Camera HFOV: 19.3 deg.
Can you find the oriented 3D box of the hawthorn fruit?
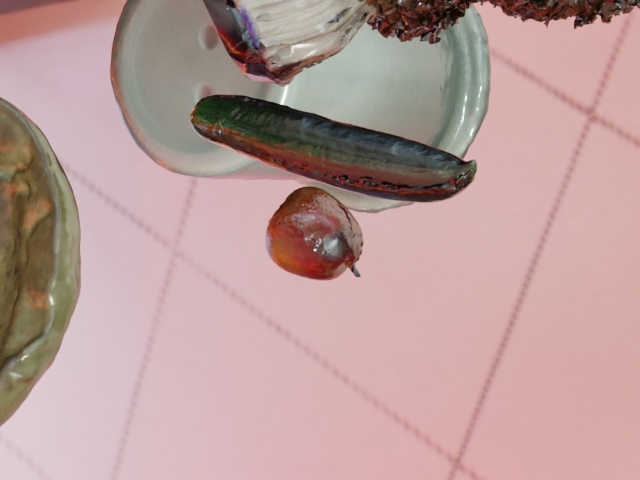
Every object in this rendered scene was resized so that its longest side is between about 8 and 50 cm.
[{"bbox_3d":[-0.005,-0.004,1.468,0.077,0.077,0.077,15,114,38],"label":"hawthorn fruit"}]

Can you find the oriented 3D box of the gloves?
[{"bbox_3d":[0.080,-0.187,1.061,0.210,0.312,0.135,-105,0,-60],"label":"gloves"}]

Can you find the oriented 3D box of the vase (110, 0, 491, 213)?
[{"bbox_3d":[-0.028,-0.136,1.560,0.245,0.291,0.245,2,95,32],"label":"vase"}]

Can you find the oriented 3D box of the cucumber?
[{"bbox_3d":[0.000,-0.045,0.933,0.184,0.036,0.033,19,141,36],"label":"cucumber"}]

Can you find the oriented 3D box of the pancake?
[{"bbox_3d":[-0.247,0.024,1.120,0.242,0.050,0.241,-6,68,15],"label":"pancake"}]
